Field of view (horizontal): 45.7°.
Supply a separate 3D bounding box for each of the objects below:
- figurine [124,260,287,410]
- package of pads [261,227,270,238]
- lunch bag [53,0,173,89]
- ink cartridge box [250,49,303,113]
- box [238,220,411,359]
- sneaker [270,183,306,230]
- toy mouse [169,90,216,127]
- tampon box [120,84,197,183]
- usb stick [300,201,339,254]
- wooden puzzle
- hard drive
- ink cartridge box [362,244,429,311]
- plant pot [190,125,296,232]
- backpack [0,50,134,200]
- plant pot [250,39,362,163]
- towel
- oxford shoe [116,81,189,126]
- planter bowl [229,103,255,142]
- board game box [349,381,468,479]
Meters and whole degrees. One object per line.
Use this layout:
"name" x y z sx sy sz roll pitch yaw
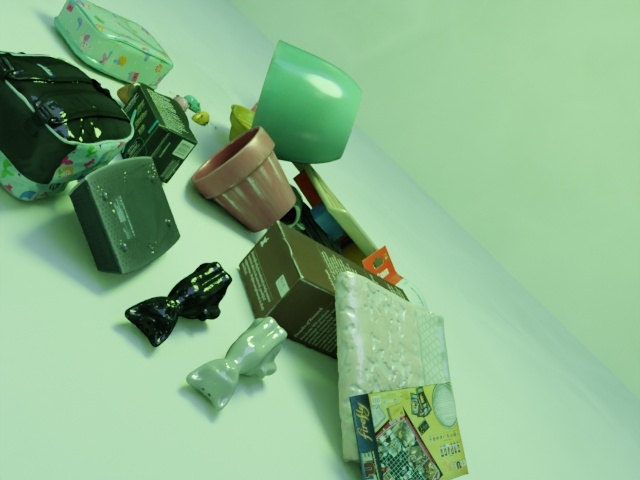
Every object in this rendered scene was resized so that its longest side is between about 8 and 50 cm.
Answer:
"figurine" -0.173 0.149 1.168 0.215 0.092 0.209 44 25 7
"package of pads" -0.115 0.010 1.656 0.032 0.050 0.083 32 19 -12
"lunch bag" -0.522 -0.500 1.927 0.224 0.108 0.279 47 17 27
"ink cartridge box" -0.068 -0.436 2.439 0.207 0.283 0.117 27 22 -37
"box" 0.034 0.132 1.539 0.381 0.143 0.191 31 21 -35
"sneaker" -0.135 -0.118 1.832 0.269 0.101 0.153 34 16 -29
"toy mouse" -0.364 -0.376 2.090 0.143 0.031 0.161 47 18 18
"tampon box" -0.352 -0.223 1.595 0.101 0.120 0.161 24 25 -43
"usb stick" 0.000 0.000 1.918 0.278 0.045 0.077 58 1 41
"wooden puzzle" 0.047 -0.047 1.996 0.322 0.080 0.348 50 3 -38
"hard drive" -0.316 -0.043 1.241 0.254 0.054 0.172 -54 126 -74
"ink cartridge box" 0.192 0.132 1.825 0.189 0.066 0.232 -29 102 -65
"plant pot" -0.157 -0.126 1.693 0.180 0.201 0.201 52 14 -18
"backpack" -0.436 -0.189 1.220 0.225 0.191 0.253 46 25 2
"plant pot" -0.033 -0.322 1.898 0.235 0.293 0.293 18 20 -4
"towel" 0.143 0.250 1.383 0.317 0.053 0.331 25 52 -42
"oxford shoe" -0.398 -0.315 1.821 0.076 0.076 0.212 5 -20 37
"planter bowl" -0.189 -0.278 2.126 0.217 0.090 0.217 37 18 -15
"board game box" 0.153 0.331 1.274 0.243 0.042 0.165 6 69 -48
